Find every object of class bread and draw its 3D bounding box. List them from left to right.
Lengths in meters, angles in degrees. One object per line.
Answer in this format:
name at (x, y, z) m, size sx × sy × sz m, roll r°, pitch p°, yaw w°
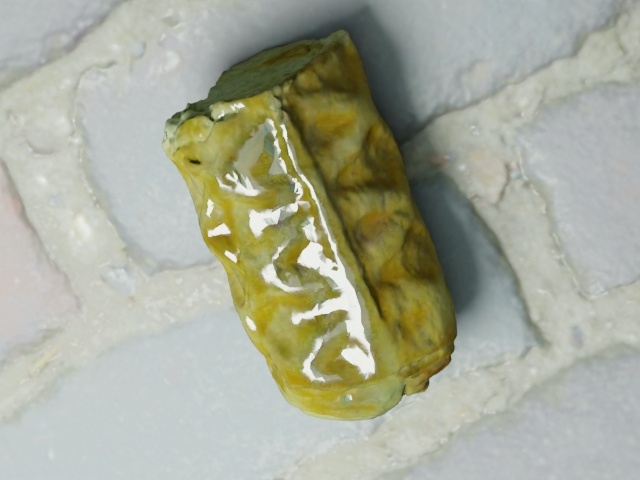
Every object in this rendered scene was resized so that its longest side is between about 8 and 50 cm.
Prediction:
bread at (0.000, 0.000, 1.317) m, size 0.152 × 0.130 × 0.267 m, roll -22°, pitch 102°, yaw 4°
